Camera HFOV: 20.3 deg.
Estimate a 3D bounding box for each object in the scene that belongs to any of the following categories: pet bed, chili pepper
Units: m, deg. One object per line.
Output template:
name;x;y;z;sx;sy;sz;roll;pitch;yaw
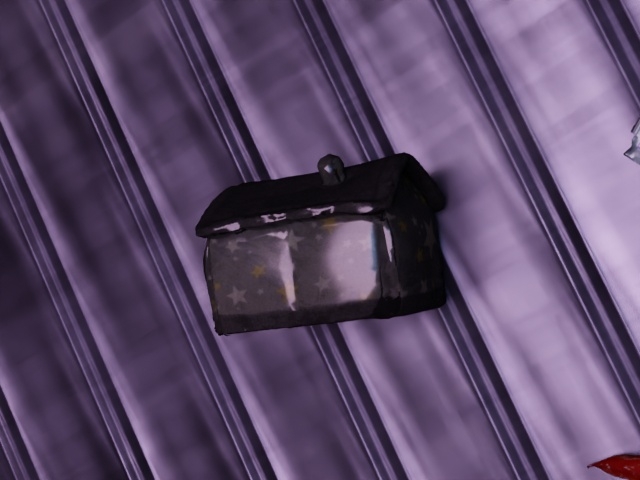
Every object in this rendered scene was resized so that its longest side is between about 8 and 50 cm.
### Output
pet bed;0.000;0.000;1.706;0.211;0.183;0.159;-6;90;24
chili pepper;0.328;0.210;1.643;0.178;0.027;0.045;4;93;27

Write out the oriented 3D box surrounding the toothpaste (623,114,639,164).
toothpaste;0.385;-0.186;1.587;0.089;0.071;0.313;34;104;18
